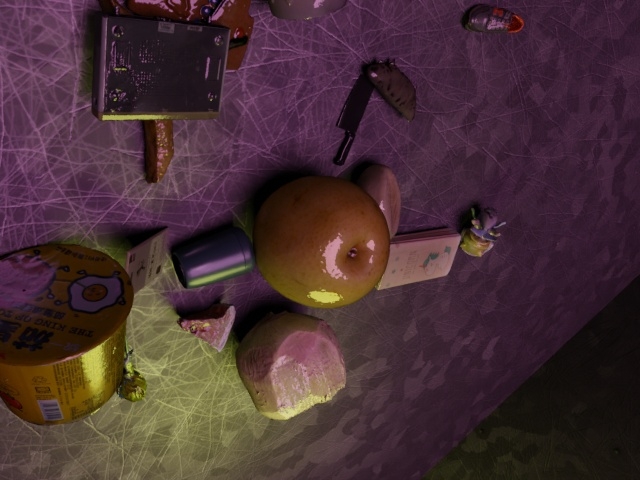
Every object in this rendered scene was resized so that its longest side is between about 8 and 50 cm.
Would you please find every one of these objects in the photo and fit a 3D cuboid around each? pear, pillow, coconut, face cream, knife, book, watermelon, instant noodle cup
[{"bbox_3d":[0.000,0.000,1.538,0.348,0.348,0.348,-21,129,-28],"label":"pear"},{"bbox_3d":[0.203,-0.410,1.625,0.241,0.051,0.093,33,87,-46],"label":"pillow"},{"bbox_3d":[-0.093,0.329,1.706,0.297,0.297,0.255,-19,100,-29],"label":"coconut"},{"bbox_3d":[-0.038,-0.568,1.232,0.175,0.175,0.195,-28,133,-23],"label":"face cream"},{"bbox_3d":[0.078,-0.315,1.613,0.072,0.019,0.245,10,107,-41],"label":"knife"},{"bbox_3d":[-0.395,0.051,1.383,0.182,0.014,0.127,-52,160,-67],"label":"book"},{"bbox_3d":[-0.308,0.232,1.601,0.158,0.098,0.121,-15,112,-37],"label":"watermelon"},{"bbox_3d":[-0.539,0.203,1.248,0.325,0.325,0.254,-19,137,-30],"label":"instant noodle cup"}]

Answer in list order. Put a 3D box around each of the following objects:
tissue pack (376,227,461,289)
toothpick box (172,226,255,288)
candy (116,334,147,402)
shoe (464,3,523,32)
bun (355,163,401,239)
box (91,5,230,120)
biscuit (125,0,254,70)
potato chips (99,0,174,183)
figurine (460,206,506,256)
[{"bbox_3d":[0.312,0.056,2.010,0.325,0.071,0.170,-8,124,-35],"label":"tissue pack"},{"bbox_3d":[-0.264,0.046,1.494,0.184,0.120,0.120,-19,128,-25],"label":"toothpick box"},{"bbox_3d":[-0.481,0.291,1.523,0.077,0.073,0.262,-2,115,-8],"label":"candy"},{"bbox_3d":[0.489,-0.613,1.708,0.194,0.077,0.074,-12,125,-34],"label":"shoe"},{"bbox_3d":[0.148,-0.103,1.717,0.222,0.127,0.222,2,90,-69],"label":"bun"},{"bbox_3d":[-0.301,-0.335,1.182,0.270,0.045,0.211,-9,122,-42],"label":"box"},{"bbox_3d":[-0.225,-0.474,1.234,0.278,0.043,0.301,-42,136,-10],"label":"biscuit"},{"bbox_3d":[-0.353,-0.299,1.233,0.080,0.057,0.407,-30,133,-30],"label":"potato chips"},{"bbox_3d":[0.551,-0.028,2.099,0.184,0.128,0.208,-67,171,15],"label":"figurine"}]
